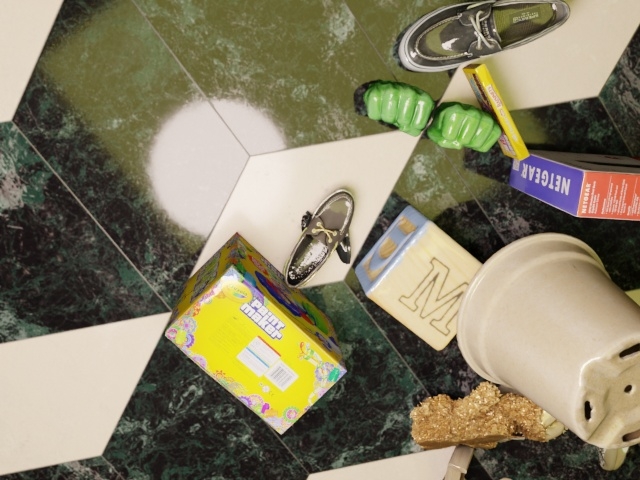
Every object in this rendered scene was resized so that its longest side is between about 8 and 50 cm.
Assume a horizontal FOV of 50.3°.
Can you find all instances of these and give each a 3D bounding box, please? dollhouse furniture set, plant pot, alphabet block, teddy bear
[{"bbox_3d":[0.396,0.587,1.528,0.242,0.212,0.161,15,104,19],"label":"dollhouse furniture set"},{"bbox_3d":[0.461,0.192,1.222,0.333,0.305,0.334,-5,112,-14],"label":"plant pot"},{"bbox_3d":[0.212,0.071,1.397,0.197,0.192,0.193,38,99,-11],"label":"alphabet block"},{"bbox_3d":[0.367,0.381,1.485,0.338,0.113,0.245,-21,143,34],"label":"teddy bear"}]

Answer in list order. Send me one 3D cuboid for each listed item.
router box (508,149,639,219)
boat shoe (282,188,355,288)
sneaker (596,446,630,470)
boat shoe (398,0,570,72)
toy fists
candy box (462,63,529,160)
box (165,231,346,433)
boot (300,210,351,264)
[{"bbox_3d":[0.568,-0.109,1.313,0.301,0.335,0.082,3,104,-7],"label":"router box"},{"bbox_3d":[0.000,0.000,1.377,0.081,0.069,0.228,31,100,-5],"label":"boat shoe"},{"bbox_3d":[0.558,0.331,1.529,0.182,0.158,0.410,-18,98,9],"label":"sneaker"},{"bbox_3d":[0.318,-0.418,1.326,0.335,0.119,0.121,-20,104,-1],"label":"boat shoe"},{"bbox_3d":[0.218,-0.244,1.346,0.279,0.142,0.096,17,101,-9],"label":"toy fists"},{"bbox_3d":[0.352,-0.260,1.375,0.027,0.105,0.206,-29,104,7],"label":"candy box"},{"bbox_3d":[-0.125,0.168,1.338,0.177,0.279,0.290,-45,104,6],"label":"box"},{"bbox_3d":[0.012,-0.005,1.432,0.099,0.045,0.121,-6,100,-4],"label":"boot"}]
